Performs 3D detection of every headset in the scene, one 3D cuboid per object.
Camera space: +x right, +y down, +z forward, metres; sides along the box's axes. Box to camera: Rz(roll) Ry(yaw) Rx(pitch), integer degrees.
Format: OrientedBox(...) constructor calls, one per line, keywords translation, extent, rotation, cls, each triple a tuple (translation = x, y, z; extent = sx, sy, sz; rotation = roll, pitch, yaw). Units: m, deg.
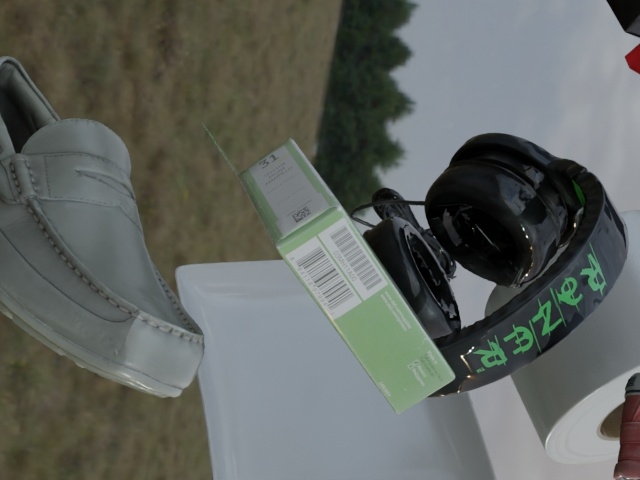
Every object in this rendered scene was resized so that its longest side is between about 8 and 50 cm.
OrientedBox(translation=(0.129, 0.028, 1.023), extent=(0.185, 0.243, 0.394), rotation=(54, -3, -23), cls="headset")

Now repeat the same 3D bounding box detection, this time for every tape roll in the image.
OrientedBox(translation=(0.317, 0.107, 1.204), extent=(0.246, 0.246, 0.169), rotation=(101, -26, -53), cls="tape roll")

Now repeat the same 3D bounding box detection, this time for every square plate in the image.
OrientedBox(translation=(0.013, 0.177, 1.380), extent=(0.049, 0.344, 0.347), rotation=(115, -34, -53), cls="square plate")

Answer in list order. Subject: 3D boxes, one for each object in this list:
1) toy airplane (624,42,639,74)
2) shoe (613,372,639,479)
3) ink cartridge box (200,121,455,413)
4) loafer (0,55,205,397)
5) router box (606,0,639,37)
OrientedBox(translation=(0.314, -0.162, 0.881), extent=(0.028, 0.151, 0.151), rotation=(36, 59, -59), cls="toy airplane")
OrientedBox(translation=(0.296, 0.152, 0.788), extent=(0.063, 0.178, 0.081), rotation=(65, 40, -66), cls="shoe")
OrientedBox(translation=(0.000, 0.000, 0.835), extent=(0.171, 0.056, 0.235), rotation=(54, 3, -31), cls="ink cartridge box")
OrientedBox(translation=(-0.161, -0.022, 0.688), extent=(0.111, 0.319, 0.112), rotation=(-53, 141, 3), cls="loafer")
OrientedBox(translation=(0.313, -0.283, 0.993), extent=(0.179, 0.046, 0.133), rotation=(-49, -136, 38), cls="router box")
